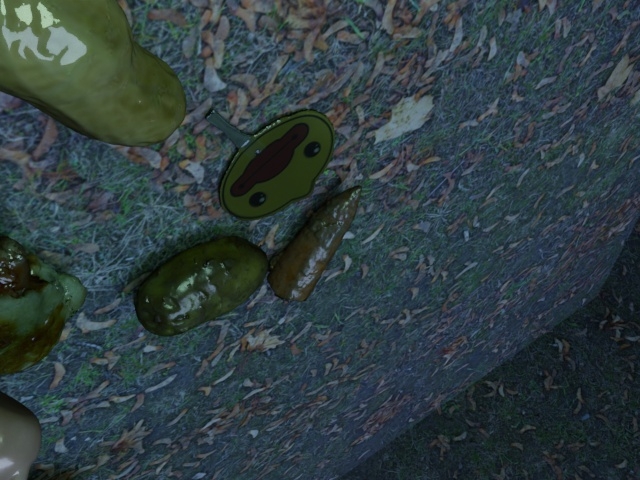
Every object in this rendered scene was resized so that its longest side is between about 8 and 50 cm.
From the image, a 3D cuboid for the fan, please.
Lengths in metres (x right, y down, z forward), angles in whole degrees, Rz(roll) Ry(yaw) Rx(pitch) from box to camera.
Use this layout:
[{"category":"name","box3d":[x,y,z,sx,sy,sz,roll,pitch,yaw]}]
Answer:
[{"category":"fan","box3d":[-0.085,-0.132,1.116,0.229,0.011,0.335,-43,152,6]}]

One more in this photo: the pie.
[{"category":"pie","box3d":[-0.453,0.118,0.942,0.257,0.105,0.274,-43,160,-6]}]

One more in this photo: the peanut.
[{"category":"peanut","box3d":[-0.251,-0.190,0.725,0.147,0.147,0.319,-44,147,8]}]

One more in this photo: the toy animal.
[{"category":"toy animal","box3d":[-0.512,0.290,1.026,0.250,0.154,0.166,-10,155,41]}]

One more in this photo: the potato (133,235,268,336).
[{"category":"potato","box3d":[-0.195,0.071,1.175,0.251,0.113,0.149,-34,143,-27]}]

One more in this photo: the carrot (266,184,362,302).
[{"category":"carrot","box3d":[0.000,0.000,1.310,0.102,0.102,0.263,4,128,-51]}]
